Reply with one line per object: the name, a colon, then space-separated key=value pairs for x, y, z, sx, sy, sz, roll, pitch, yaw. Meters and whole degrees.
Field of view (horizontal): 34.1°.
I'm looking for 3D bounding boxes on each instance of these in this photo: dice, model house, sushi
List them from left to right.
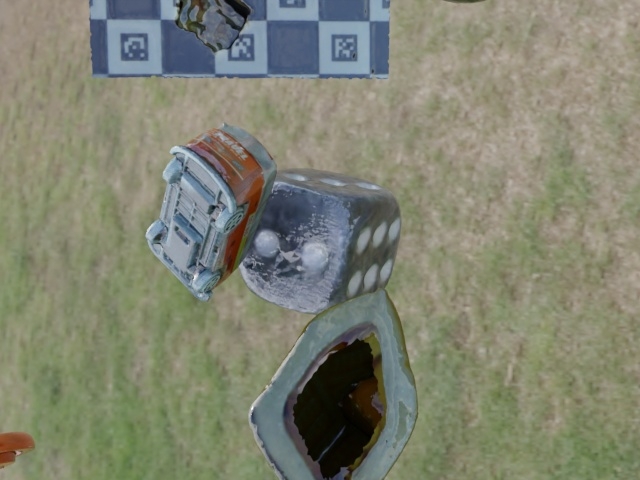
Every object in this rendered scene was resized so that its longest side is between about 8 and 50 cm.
sushi: x=-0.096 y=-0.363 z=1.242 sx=0.064 sy=0.359 sz=0.343 roll=-145 pitch=54 yaw=-81
dice: x=0.000 y=0.000 z=1.489 sx=0.183 sy=0.182 sz=0.181 roll=17 pitch=107 yaw=27
model house: x=0.027 y=0.215 z=1.235 sx=0.173 sy=0.239 sz=0.268 roll=35 pitch=73 yaw=15

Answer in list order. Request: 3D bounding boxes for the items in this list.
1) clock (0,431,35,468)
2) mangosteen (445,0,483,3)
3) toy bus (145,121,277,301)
clock: x=-0.568 y=0.356 z=1.696 sx=0.205 sy=0.205 sz=0.051 roll=-29 pitch=73 yaw=48
mangosteen: x=0.235 y=-0.475 z=1.554 sx=0.266 sy=0.228 sz=0.228 roll=-11 pitch=74 yaw=29
toy bus: x=-0.136 y=-0.041 z=1.332 sx=0.121 sy=0.120 sz=0.265 roll=44 pitch=147 yaw=13
